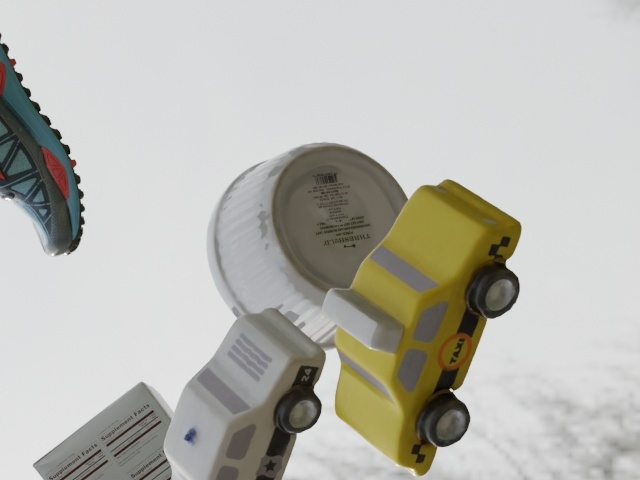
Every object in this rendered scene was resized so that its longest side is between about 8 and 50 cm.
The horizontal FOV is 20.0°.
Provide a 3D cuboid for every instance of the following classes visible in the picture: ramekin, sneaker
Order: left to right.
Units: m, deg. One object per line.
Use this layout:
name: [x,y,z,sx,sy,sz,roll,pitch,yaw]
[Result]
sneaker: [-0.312,-0.088,1.632,0.125,0.104,0.262,-32,-85,-22]
ramekin: [0.000,0.000,1.817,0.207,0.109,0.207,10,-113,-24]

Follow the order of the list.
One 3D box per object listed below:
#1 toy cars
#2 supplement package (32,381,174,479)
toy cars: [-0.011,0.099,1.252,0.087,0.394,0.176,9,-122,-37]
supplement package: [-0.184,0.282,1.977,0.203,0.149,0.194,53,175,7]
